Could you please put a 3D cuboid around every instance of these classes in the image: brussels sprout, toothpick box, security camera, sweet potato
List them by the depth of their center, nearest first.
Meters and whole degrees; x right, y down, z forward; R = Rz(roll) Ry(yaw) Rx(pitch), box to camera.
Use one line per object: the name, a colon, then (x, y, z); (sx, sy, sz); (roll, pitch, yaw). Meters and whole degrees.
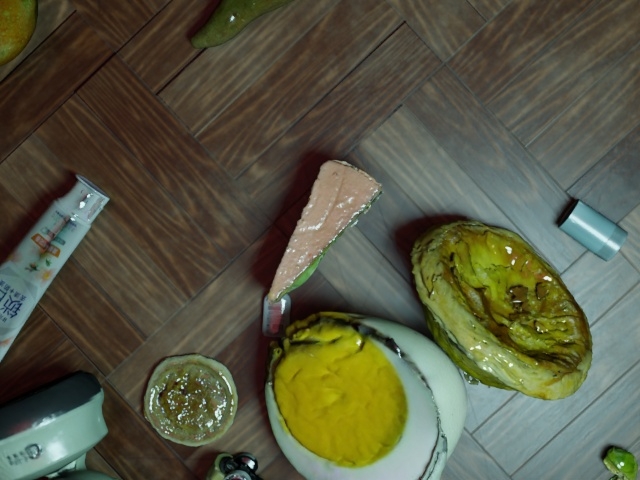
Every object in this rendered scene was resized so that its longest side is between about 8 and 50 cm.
security camera: (-0.354, 0.339, 1.498); (0.197, 0.191, 0.277); (-23, 92, 1)
sweet potato: (-0.082, -0.345, 1.518); (0.244, 0.077, 0.077); (-35, 91, 2)
toothpick box: (0.381, -0.014, 1.527); (0.083, 0.052, 0.052); (35, 93, 1)
brussels sprout: (0.423, 0.335, 1.547); (0.051, 0.046, 0.083); (6, 102, -2)

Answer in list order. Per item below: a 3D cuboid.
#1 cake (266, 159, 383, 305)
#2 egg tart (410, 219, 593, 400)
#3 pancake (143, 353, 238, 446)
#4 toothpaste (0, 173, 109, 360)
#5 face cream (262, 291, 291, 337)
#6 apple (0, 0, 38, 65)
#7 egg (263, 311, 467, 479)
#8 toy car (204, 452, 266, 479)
cake: (-0.016, -0.014, 1.502); (0.090, 0.109, 0.225); (41, 86, 1)
egg tart: (0.229, 0.101, 1.459); (0.290, 0.290, 0.115); (39, 124, 0)
pancake: (-0.185, 0.228, 1.569); (0.139, 0.022, 0.139); (0, 92, 1)
toothpaste: (-0.420, 0.050, 1.546); (0.100, 0.066, 0.323); (37, 92, -10)
face cream: (-0.062, 0.096, 1.561); (0.040, 0.021, 0.083); (4, 93, 2)
apple: (-0.497, -0.343, 1.483); (0.237, 0.207, 0.237); (1, 111, 3)
egg: (0.070, 0.215, 1.495); (0.286, 0.174, 0.264); (8, 107, 28)
toy car: (-0.069, 0.414, 1.535); (0.257, 0.101, 0.124); (37, 96, -1)
